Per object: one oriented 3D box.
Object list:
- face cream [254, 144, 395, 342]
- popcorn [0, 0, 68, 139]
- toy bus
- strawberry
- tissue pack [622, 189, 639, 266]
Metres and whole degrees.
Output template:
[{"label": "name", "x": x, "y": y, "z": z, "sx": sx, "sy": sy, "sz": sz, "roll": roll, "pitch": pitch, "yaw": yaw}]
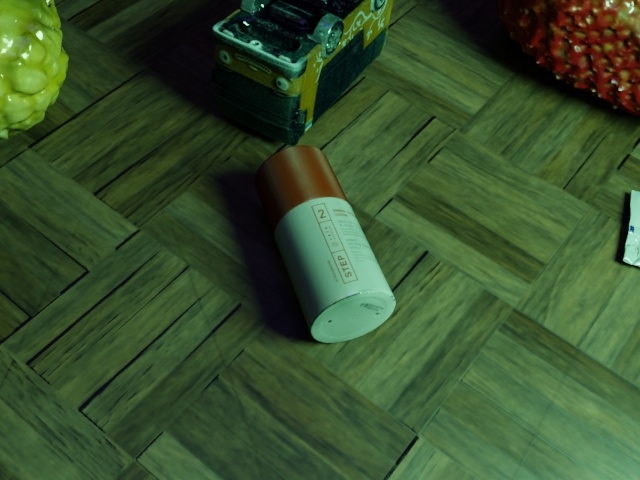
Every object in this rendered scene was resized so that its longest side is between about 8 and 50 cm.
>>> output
[{"label": "face cream", "x": 0.000, "y": 0.000, "z": 0.847, "sx": 0.096, "sy": 0.095, "sz": 0.214, "roll": -14, "pitch": 56, "yaw": -14}, {"label": "popcorn", "x": -0.432, "y": -0.251, "z": 0.931, "sx": 0.250, "sy": 0.190, "sz": 0.250, "roll": 36, "pitch": 28, "yaw": -23}, {"label": "toy bus", "x": -0.018, "y": -0.265, "z": 1.001, "sx": 0.139, "sy": 0.167, "sz": 0.275, "roll": 27, "pitch": 51, "yaw": 15}, {"label": "strawberry", "x": 0.404, "y": -0.313, "z": 1.011, "sx": 0.267, "sy": 0.312, "sz": 0.351, "roll": -29, "pitch": 78, "yaw": -1}, {"label": "tissue pack", "x": 0.473, "y": 0.007, "z": 0.925, "sx": 0.193, "sy": 0.026, "sz": 0.122, "roll": 18, "pitch": 55, "yaw": 8}]
